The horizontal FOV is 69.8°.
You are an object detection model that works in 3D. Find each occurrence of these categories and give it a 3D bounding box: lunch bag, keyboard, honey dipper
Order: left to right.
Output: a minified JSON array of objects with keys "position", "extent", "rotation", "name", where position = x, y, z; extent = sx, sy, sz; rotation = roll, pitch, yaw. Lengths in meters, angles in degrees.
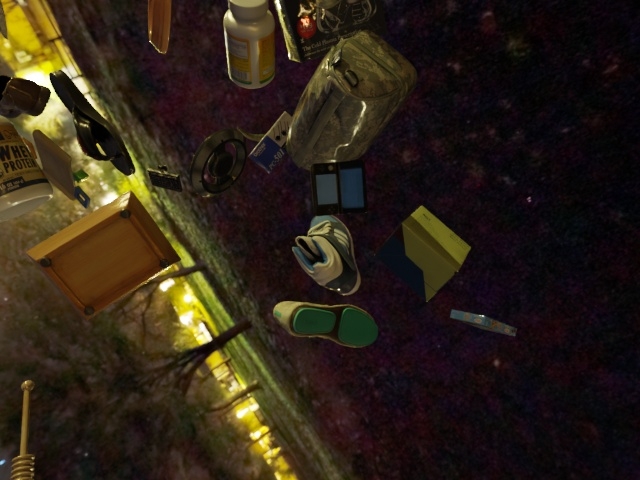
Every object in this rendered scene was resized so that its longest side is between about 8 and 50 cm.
[{"position":[-0.461,0.296,0.719],"extent":[0.030,0.031,0.160],"rotation":[86,167,-54],"name":"honey dipper"},{"position":[-0.635,-0.255,1.859],"extent":[0.180,0.023,0.108],"rotation":[14,123,29],"name":"keyboard"},{"position":[0.058,-0.327,1.121],"extent":[0.213,0.256,0.305],"rotation":[41,141,0],"name":"lunch bag"}]

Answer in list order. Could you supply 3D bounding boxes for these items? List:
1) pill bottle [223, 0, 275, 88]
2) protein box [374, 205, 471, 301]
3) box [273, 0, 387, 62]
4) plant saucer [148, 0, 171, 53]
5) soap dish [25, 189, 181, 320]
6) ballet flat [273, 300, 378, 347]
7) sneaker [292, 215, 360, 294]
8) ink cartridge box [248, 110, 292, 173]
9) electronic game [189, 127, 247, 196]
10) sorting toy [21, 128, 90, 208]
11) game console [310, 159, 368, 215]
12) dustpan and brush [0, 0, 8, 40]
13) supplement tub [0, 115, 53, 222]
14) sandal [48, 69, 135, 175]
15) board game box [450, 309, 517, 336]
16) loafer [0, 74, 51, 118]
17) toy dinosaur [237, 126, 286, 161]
[{"position":[-0.165,-0.475,1.076],"extent":[0.117,0.118,0.208],"rotation":[51,157,22],"name":"pill bottle"},{"position":[0.301,0.032,1.335],"extent":[0.200,0.201,0.136],"rotation":[42,122,8],"name":"protein box"},{"position":[0.020,-0.839,1.613],"extent":[0.179,0.344,0.312],"rotation":[-127,17,-60],"name":"box"},{"position":[-0.370,-0.534,1.046],"extent":[0.200,0.037,0.199],"rotation":[180,90,-66],"name":"plant saucer"},{"position":[-0.541,0.045,1.167],"extent":[0.228,0.291,0.118],"rotation":[60,166,-20],"name":"soap dish"},{"position":[0.009,0.107,0.618],"extent":[0.168,0.057,0.052],"rotation":[22,172,-40],"name":"ballet flat"},{"position":[0.000,0.001,1.368],"extent":[0.236,0.130,0.322],"rotation":[38,-154,-50],"name":"sneaker"},{"position":[-0.154,-0.350,1.636],"extent":[0.097,0.207,0.046],"rotation":[40,168,-14],"name":"ink cartridge box"},{"position":[-0.307,-0.236,1.404],"extent":[0.048,0.229,0.229],"rotation":[34,153,21],"name":"electronic game"},{"position":[-0.880,-0.256,1.543],"extent":[0.348,0.047,0.196],"rotation":[38,138,11],"name":"sorting toy"},{"position":[0.042,-0.119,1.045],"extent":[0.071,0.108,0.122],"rotation":[8,104,64],"name":"game console"},{"position":[-0.960,-0.705,1.312],"extent":[0.147,0.060,0.211],"rotation":[47,135,22],"name":"dustpan and brush"},{"position":[-0.974,-0.226,1.343],"extent":[0.316,0.228,0.228],"rotation":[62,161,-9],"name":"supplement tub"},{"position":[-0.781,-0.368,1.531],"extent":[0.445,0.107,0.167],"rotation":[48,149,7],"name":"sandal"},{"position":[0.644,0.326,1.812],"extent":[0.212,0.039,0.160],"rotation":[21,170,-32],"name":"board game box"},{"position":[-0.998,-0.481,1.468],"extent":[0.366,0.133,0.130],"rotation":[10,168,37],"name":"loafer"},{"position":[-0.182,-0.367,1.751],"extent":[0.064,0.269,0.118],"rotation":[131,140,-83],"name":"toy dinosaur"}]
